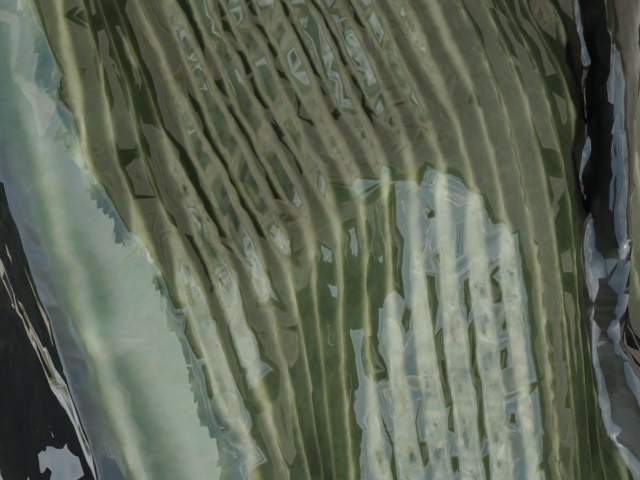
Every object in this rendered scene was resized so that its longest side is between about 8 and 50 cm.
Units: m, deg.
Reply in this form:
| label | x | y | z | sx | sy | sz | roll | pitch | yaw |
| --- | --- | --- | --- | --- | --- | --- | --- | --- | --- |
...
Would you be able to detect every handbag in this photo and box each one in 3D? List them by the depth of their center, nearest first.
| label | x | y | z | sx | sy | sz | roll | pitch | yaw |
| --- | --- | --- | --- | --- | --- | --- | --- | --- | --- |
| handbag | 0.000 | 0.000 | 0.552 | 0.247 | 0.240 | 0.341 | -24 | 81 | 68 |
